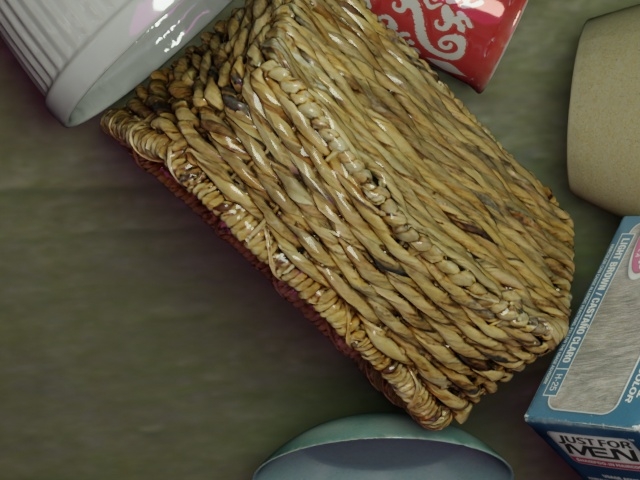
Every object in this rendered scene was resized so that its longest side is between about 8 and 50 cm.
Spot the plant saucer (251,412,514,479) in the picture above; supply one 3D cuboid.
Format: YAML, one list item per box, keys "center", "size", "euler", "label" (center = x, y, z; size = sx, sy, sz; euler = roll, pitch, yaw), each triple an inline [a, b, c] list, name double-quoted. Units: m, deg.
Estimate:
- center: [0.045, 0.163, 1.449]
  size: [0.195, 0.195, 0.037]
  euler: [-2, 65, 0]
  label: "plant saucer"

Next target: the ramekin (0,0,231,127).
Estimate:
- center: [-0.134, -0.184, 1.337]
  size: [0.207, 0.207, 0.109]
  euler: [-42, 91, 8]
  label: "ramekin"

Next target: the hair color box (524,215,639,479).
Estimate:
- center: [0.304, 0.151, 1.367]
  size: [0.347, 0.105, 0.174]
  euler: [46, 62, -33]
  label: "hair color box"

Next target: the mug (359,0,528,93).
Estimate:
- center: [0.065, -0.202, 1.396]
  size: [0.169, 0.150, 0.113]
  euler: [23, 141, -1]
  label: "mug"

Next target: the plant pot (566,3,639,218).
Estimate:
- center: [0.316, -0.082, 1.357]
  size: [0.274, 0.256, 0.256]
  euler: [6, 103, 14]
  label: "plant pot"

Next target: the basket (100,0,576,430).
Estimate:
- center: [0.000, 0.000, 1.333]
  size: [0.223, 0.213, 0.299]
  euler: [-35, 111, 27]
  label: "basket"
